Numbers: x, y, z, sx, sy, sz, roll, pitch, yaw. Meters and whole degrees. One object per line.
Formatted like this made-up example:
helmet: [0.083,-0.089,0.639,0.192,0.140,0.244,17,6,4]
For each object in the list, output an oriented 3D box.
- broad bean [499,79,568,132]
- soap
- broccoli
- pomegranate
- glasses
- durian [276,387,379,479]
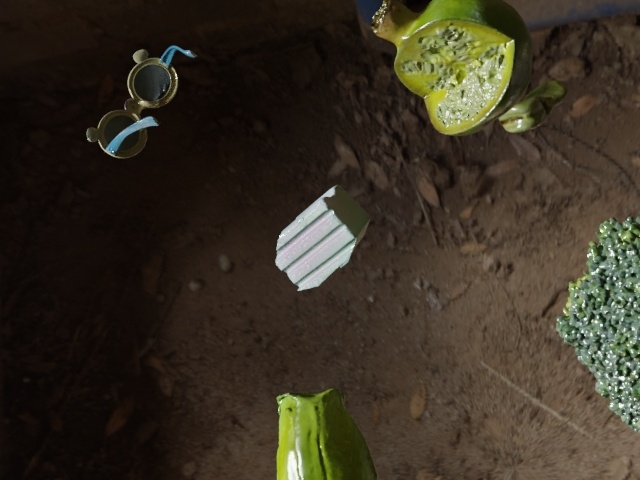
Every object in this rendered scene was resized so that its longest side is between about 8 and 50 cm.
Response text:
broad bean: [0.505,-0.318,1.908,0.153,0.207,0.072,-9,109,44]
soap: [0.000,0.000,1.757,0.145,0.091,0.230,48,132,-4]
broccoli: [0.560,0.153,1.333,0.277,0.318,0.338,-35,54,31]
pomegranate: [0.141,-0.198,0.829,0.169,0.143,0.122,44,63,4]
glasses: [-0.257,-0.214,1.265,0.221,0.088,0.189,10,68,53]
durian: [0.010,0.266,0.814,0.101,0.139,0.250,-13,106,-8]
